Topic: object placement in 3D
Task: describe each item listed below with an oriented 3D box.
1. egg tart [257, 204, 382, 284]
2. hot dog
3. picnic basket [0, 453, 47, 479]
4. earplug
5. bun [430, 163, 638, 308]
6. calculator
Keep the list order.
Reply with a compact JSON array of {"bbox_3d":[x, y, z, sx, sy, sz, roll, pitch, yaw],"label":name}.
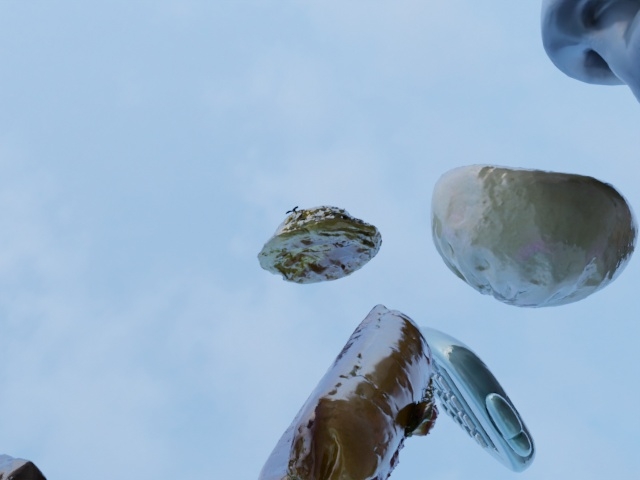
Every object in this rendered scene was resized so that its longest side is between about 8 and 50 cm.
[{"bbox_3d":[0.000,0.000,1.010,0.130,0.130,0.052,4,-120,-24],"label":"egg tart"},{"bbox_3d":[0.027,0.108,0.604,0.076,0.250,0.104,34,-76,7],"label":"hot dog"},{"bbox_3d":[-0.177,0.163,0.549,0.055,0.193,0.110,-41,-75,-29],"label":"picnic basket"},{"bbox_3d":[0.371,-0.218,0.996,0.175,0.214,0.325,-43,-128,-18],"label":"earplug"},{"bbox_3d":[0.201,0.000,0.930,0.193,0.178,0.128,8,-91,-53],"label":"bun"},{"bbox_3d":[0.176,0.182,1.163,0.042,0.295,0.184,-35,-78,-8],"label":"calculator"}]
